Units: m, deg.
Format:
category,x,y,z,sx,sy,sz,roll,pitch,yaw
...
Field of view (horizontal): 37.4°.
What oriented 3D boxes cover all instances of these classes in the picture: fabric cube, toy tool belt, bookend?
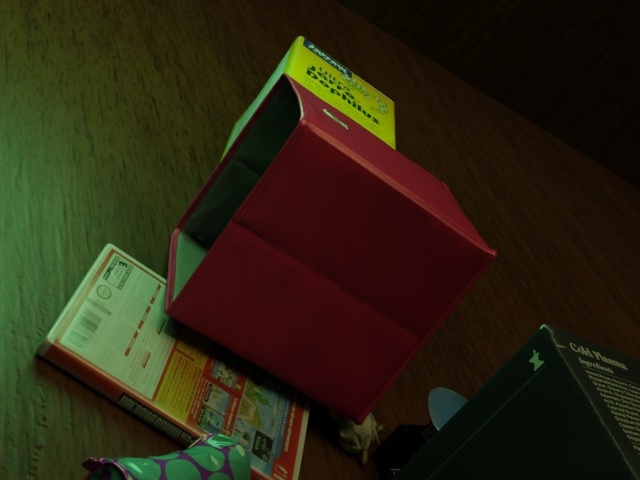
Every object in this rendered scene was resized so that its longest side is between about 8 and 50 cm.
category,x,y,z,sx,sy,sz,roll,pitch,yaw
fabric cube,0.000,0.000,1.086,0.258,0.259,0.254,33,14,-16
toy tool belt,0.048,0.216,1.093,0.083,0.052,0.051,-66,136,-62
bookend,0.104,0.267,1.044,0.156,0.072,0.157,16,33,-43

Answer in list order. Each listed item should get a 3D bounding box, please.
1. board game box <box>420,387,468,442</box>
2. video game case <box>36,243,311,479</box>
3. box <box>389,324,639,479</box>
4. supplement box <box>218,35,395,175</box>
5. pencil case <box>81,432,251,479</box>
category,x,y,z,sx,sy,sz,roll,pitch,yaw
board game box,0.169,0.241,1.054,0.168,0.033,0.133,51,20,12
video game case,-0.136,0.133,0.986,0.285,0.025,0.204,35,24,-11
box,0.193,0.307,0.770,0.179,0.343,0.312,21,31,-33
supplement box,-0.021,-0.127,1.391,0.195,0.194,0.356,34,25,-13
pencil case,-0.131,0.208,0.813,0.152,0.064,0.070,2,60,-55
